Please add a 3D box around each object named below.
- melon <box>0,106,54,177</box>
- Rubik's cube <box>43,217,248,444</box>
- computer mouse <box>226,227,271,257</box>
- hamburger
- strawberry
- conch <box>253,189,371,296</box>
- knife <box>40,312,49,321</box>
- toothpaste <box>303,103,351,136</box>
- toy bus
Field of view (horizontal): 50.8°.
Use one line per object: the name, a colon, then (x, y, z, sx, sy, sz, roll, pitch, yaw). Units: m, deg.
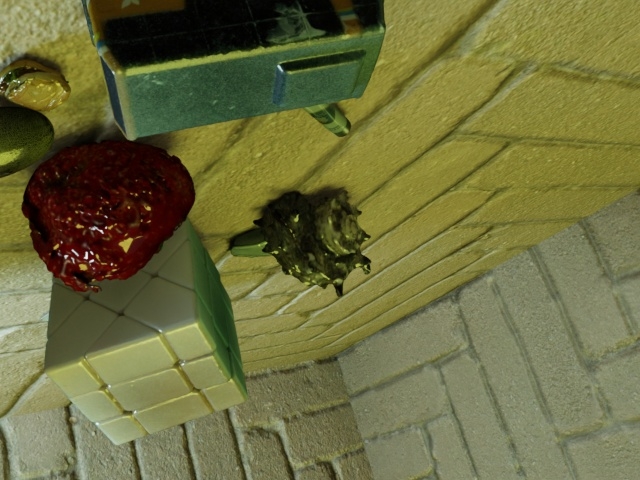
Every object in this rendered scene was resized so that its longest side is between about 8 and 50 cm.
melon: (-0.450, -0.134, 0.930, 0.162, 0.099, 0.099, -17, 162, -13)
Rubik's cube: (-0.366, 0.194, 1.453, 0.319, 0.321, 0.315, -18, 136, 0)
computer mouse: (-0.128, 0.007, 1.679, 0.229, 0.068, 0.113, -22, 160, 13)
hamburger: (-0.375, -0.202, 0.883, 0.076, 0.044, 0.083, -28, 161, 23)
strawberry: (-0.352, -0.055, 1.088, 0.274, 0.274, 0.220, -28, 122, 28)
conch: (0.000, -0.011, 1.561, 0.313, 0.240, 0.186, 18, 180, -25)
knife: (-0.585, 0.163, 1.751, 0.336, 0.043, 0.081, -18, 162, 6)
toothpaste: (-0.008, -0.234, 1.149, 0.062, 0.039, 0.239, -17, 161, 21)
toy bus: (-0.098, -0.247, 0.777, 0.324, 0.194, 0.162, -13, 160, -14)
